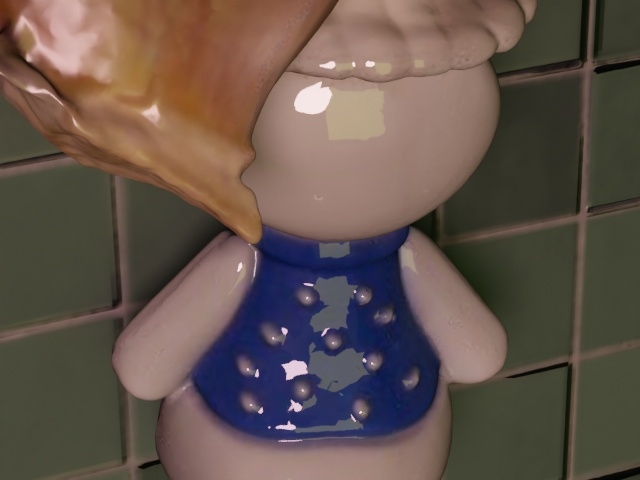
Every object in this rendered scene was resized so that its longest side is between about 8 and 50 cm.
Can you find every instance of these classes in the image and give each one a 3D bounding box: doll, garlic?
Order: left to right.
[{"bbox_3d":[-0.030,-0.156,0.554,0.148,0.128,0.267,32,92,-32],"label":"garlic"},{"bbox_3d":[0.000,0.000,0.660,0.138,0.119,0.293,-1,120,-9],"label":"doll"}]
